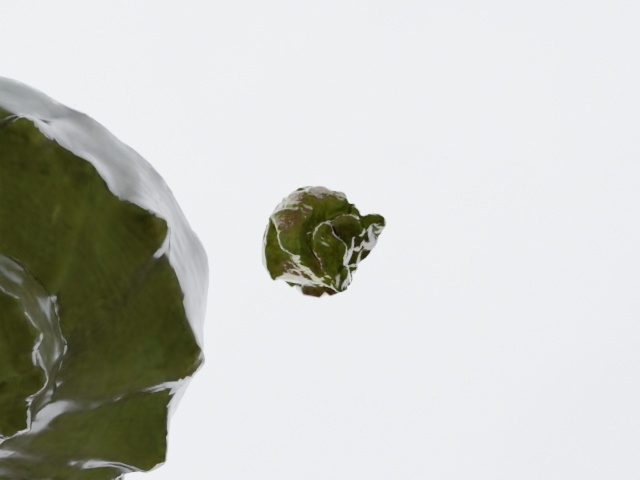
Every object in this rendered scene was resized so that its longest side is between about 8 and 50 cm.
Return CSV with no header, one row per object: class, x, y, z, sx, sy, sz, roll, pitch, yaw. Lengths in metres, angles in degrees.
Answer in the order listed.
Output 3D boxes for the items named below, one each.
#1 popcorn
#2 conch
popcorn,-0.002,0.000,1.015,0.109,0.089,0.097,6,-101,-38
conch,-0.181,-0.013,0.469,0.186,0.324,0.263,-32,-69,-20
